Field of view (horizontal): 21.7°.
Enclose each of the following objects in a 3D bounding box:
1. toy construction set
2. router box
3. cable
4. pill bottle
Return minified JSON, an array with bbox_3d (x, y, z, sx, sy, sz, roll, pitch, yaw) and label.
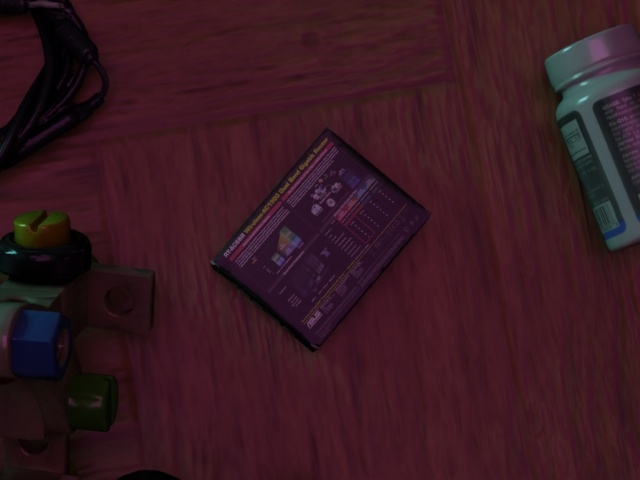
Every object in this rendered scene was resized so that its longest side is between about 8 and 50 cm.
[{"bbox_3d":[-0.216,0.120,1.035,0.309,0.237,0.257,-20,111,14],"label":"toy construction set"},{"bbox_3d":[0.000,0.000,1.110,0.092,0.038,0.122,41,83,2],"label":"router box"},{"bbox_3d":[-0.244,-0.110,1.109,0.184,0.047,0.150,-32,86,-5],"label":"cable"},{"bbox_3d":[0.203,-0.068,1.106,0.078,0.078,0.137,-20,85,-4],"label":"pill bottle"}]
